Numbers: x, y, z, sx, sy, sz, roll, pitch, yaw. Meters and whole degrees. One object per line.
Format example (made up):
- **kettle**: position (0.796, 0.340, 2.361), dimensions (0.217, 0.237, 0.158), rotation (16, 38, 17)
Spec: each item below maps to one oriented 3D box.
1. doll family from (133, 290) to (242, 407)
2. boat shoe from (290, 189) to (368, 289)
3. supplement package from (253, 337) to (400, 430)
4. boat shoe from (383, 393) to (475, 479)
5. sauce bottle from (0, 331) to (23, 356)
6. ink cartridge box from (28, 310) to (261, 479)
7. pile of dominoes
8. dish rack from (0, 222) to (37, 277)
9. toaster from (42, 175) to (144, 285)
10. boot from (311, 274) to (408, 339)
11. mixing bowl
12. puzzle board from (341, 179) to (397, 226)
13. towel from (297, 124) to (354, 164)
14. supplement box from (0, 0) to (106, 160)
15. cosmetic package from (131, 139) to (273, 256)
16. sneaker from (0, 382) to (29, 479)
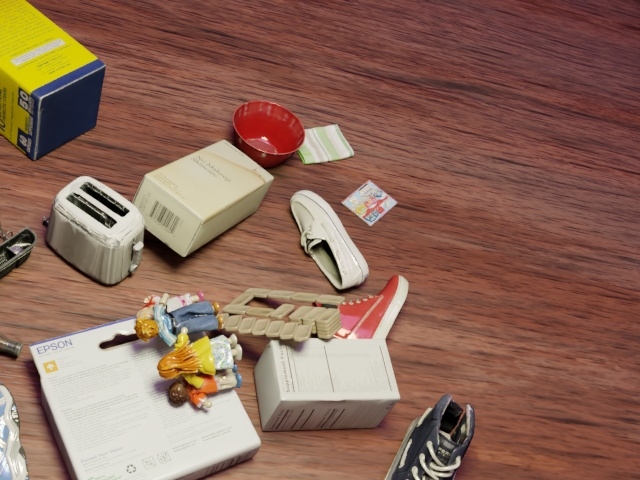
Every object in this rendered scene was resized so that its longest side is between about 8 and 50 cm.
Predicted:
- **doll family**: position (-0.249, 0.176, 1.478), dimensions (0.163, 0.118, 0.263), rotation (-11, 56, -32)
- **boat shoe**: position (0.000, 0.000, 1.845), dimensions (0.088, 0.096, 0.268), rotation (-21, 71, -40)
- **supplement package**: position (0.008, 0.281, 1.580), dimensions (0.243, 0.134, 0.139), rotation (4, 51, -21)
- **boat shoe**: position (0.193, 0.440, 1.511), dimensions (0.127, 0.158, 0.341), rotation (26, 46, -1)
- **sauce bottle**: position (-0.604, 0.177, 1.462), dimensions (0.128, 0.042, 0.042), rotation (18, 47, -7)
- **ink cartridge box**: position (-0.322, 0.295, 1.470), dimensions (0.324, 0.071, 0.330), rotation (-13, 55, -32)
- **pile of dominoes**: position (-0.085, 0.158, 1.613), dimensions (0.251, 0.040, 0.196), rotation (3, 21, 29)
- **dish rack**: position (-0.712, -0.009, 1.549), dimensions (0.271, 0.074, 0.208), rotation (37, 47, 9)
- **toaster**: position (-0.456, -0.027, 1.626), dimensions (0.227, 0.146, 0.129), rotation (35, 46, 7)
- **boot**: position (0.082, 0.137, 1.769), dimensions (0.176, 0.088, 0.244), rotation (30, 50, 4)
- **mixing bowl**: position (-0.138, -0.245, 1.979), dimensions (0.181, 0.098, 0.182), rotation (13, 48, -14)
- **puzzle board**: position (0.125, -0.096, 2.030), dimensions (0.096, 0.011, 0.128), rotation (40, 47, 11)
- **towel**: position (0.002, -0.251, 2.097), dimensions (0.151, 0.023, 0.113), rotation (-13, 58, -31)
- **supplement box**: position (-0.681, -0.384, 1.791), dimensions (0.356, 0.194, 0.195), rotation (38, 47, 10)
- **cosmetic package**: position (-0.250, -0.098, 1.743), dimensions (0.160, 0.113, 0.309), rotation (37, 31, 7)
- **sneaker**: position (-0.542, 0.327, 1.338), dimensions (0.081, 0.080, 0.211), rotation (-5, 54, -31)
